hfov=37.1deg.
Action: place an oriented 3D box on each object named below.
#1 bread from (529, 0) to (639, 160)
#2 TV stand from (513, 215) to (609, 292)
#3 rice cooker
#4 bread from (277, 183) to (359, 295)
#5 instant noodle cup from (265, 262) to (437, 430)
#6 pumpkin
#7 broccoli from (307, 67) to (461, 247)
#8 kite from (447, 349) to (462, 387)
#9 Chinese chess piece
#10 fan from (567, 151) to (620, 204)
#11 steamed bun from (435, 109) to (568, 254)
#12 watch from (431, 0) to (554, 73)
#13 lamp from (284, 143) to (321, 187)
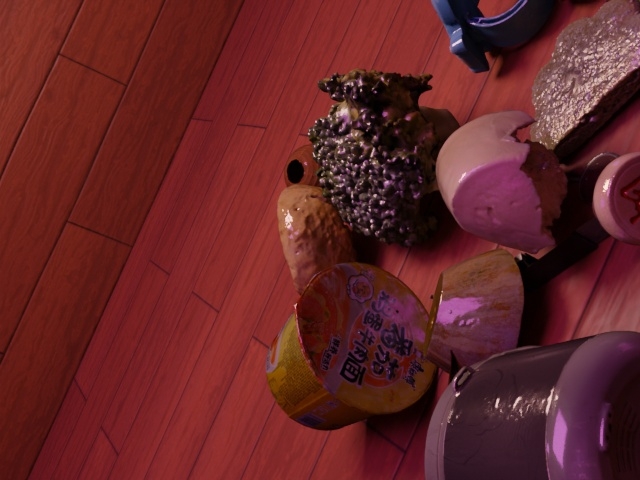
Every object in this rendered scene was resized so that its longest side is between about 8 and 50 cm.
[{"bbox_3d":[0.410,-0.263,1.471,0.286,0.056,0.207,-51,33,35],"label":"bread"},{"bbox_3d":[0.370,-0.011,1.358,0.256,0.049,0.040,-43,31,40],"label":"TV stand"},{"bbox_3d":[0.279,0.250,1.047,0.277,0.288,0.288,-27,45,54],"label":"rice cooker"},{"bbox_3d":[0.000,0.000,1.892,0.134,0.244,0.244,-17,41,8],"label":"bread"},{"bbox_3d":[0.040,0.194,1.604,0.200,0.264,0.264,133,151,-52],"label":"instant noodle cup"},{"bbox_3d":[0.213,0.113,1.440,0.217,0.110,0.217,-175,90,-80],"label":"pumpkin"},{"bbox_3d":[0.101,-0.156,1.725,0.272,0.324,0.334,-57,-7,-29],"label":"broccoli"},{"bbox_3d":[0.182,0.294,1.208,0.013,0.377,0.327,-1,102,23],"label":"kite"},{"bbox_3d":[0.413,-0.054,1.228,0.051,0.122,0.122,167,125,-81],"label":"Chinese chess piece"},{"bbox_3d":[0.399,-0.092,1.422,0.133,0.005,0.085,3,71,62],"label":"fan"},{"bbox_3d":[0.278,-0.090,1.383,0.225,0.200,0.170,-92,22,-65],"label":"steamed bun"},{"bbox_3d":[0.317,-0.424,1.708,0.193,0.211,0.211,-26,43,28],"label":"watch"},{"bbox_3d":[-0.013,-0.148,2.119,0.136,0.136,0.136,-43,33,38],"label":"lamp"}]
